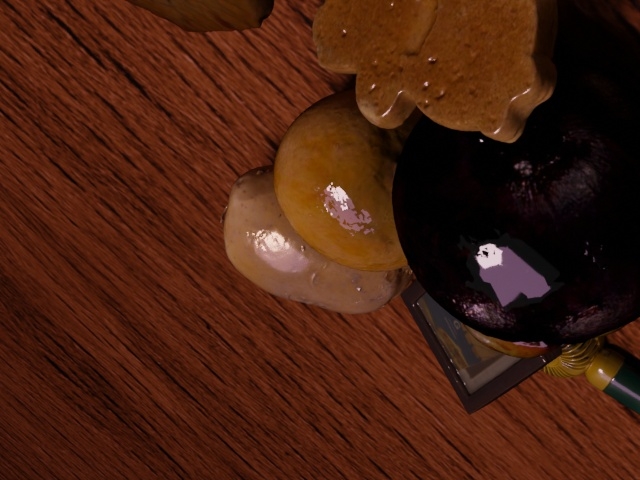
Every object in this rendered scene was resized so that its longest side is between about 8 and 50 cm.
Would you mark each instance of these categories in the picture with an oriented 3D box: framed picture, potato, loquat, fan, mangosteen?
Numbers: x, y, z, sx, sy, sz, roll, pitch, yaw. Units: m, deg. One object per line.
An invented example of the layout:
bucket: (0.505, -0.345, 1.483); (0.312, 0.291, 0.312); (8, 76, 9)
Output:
framed picture: (0.136, 0.071, 1.534); (0.128, 0.023, 0.168); (61, 154, 10)
potato: (0.000, 0.000, 1.547); (0.178, 0.118, 0.109); (22, -173, -2)
loquat: (0.038, -0.047, 1.399); (0.163, 0.137, 0.163); (29, 139, 30)
fan: (0.231, 0.103, 1.518); (0.155, 0.039, 0.082); (32, 152, 6)
mangosteen: (0.163, -0.010, 1.258); (0.211, 0.211, 0.250); (20, 159, 28)

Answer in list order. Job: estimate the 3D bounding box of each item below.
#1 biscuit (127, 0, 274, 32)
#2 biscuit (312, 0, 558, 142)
biscuit: (-0.186, -0.267, 1.317); (0.359, 0.046, 0.359); (29, 169, 6)
biscuit: (0.081, -0.149, 1.189); (0.036, 0.166, 0.225); (10, -170, -42)
